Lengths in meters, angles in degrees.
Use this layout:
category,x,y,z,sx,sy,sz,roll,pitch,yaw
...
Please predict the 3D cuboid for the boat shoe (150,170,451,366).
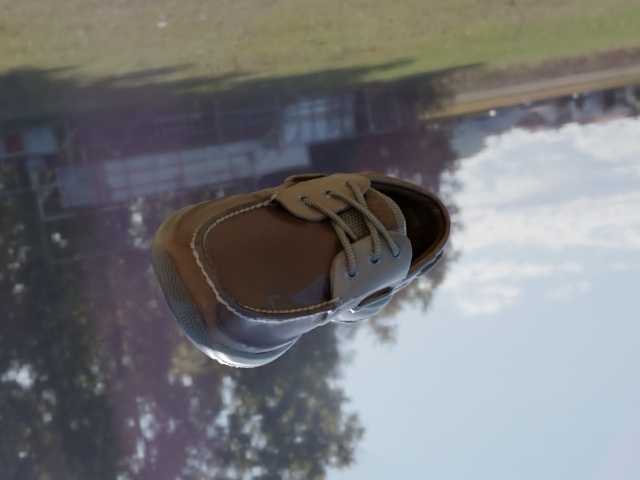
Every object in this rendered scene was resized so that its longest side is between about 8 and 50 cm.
category,x,y,z,sx,sy,sz,roll,pitch,yaw
boat shoe,0.000,0.000,0.801,0.116,0.123,0.324,-33,173,24
